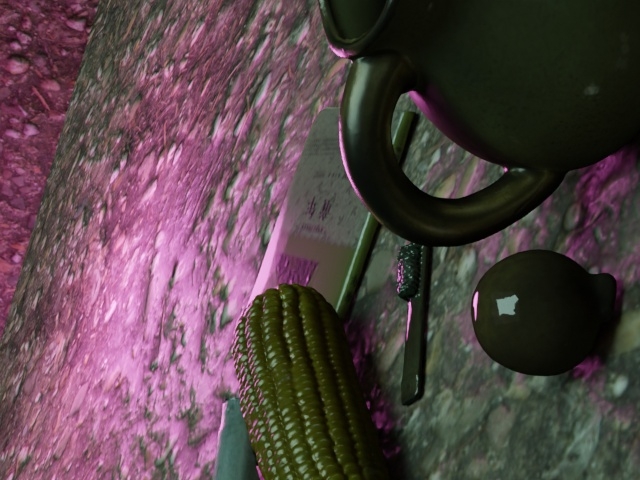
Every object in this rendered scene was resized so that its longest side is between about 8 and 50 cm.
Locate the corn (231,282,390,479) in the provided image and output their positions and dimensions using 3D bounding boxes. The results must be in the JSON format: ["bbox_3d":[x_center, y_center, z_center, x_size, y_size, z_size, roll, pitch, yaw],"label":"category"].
[{"bbox_3d":[-0.010,0.179,1.265,0.131,0.131,0.344,-58,29,24],"label":"corn"}]

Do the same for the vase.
[{"bbox_3d":[0.124,-0.155,1.033,0.241,0.302,0.329,8,79,66],"label":"vase"}]

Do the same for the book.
[{"bbox_3d":[0.000,0.000,1.524,0.239,0.035,0.352,12,81,64],"label":"book"}]

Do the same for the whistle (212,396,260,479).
[{"bbox_3d":[-0.100,0.327,1.431,0.062,0.062,0.312,-43,33,46],"label":"whistle"}]

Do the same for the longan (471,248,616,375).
[{"bbox_3d":[0.180,0.056,1.002,0.119,0.106,0.106,-15,43,10],"label":"longan"}]

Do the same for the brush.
[{"bbox_3d":[0.090,0.073,1.266,0.034,0.027,0.190,-41,36,52],"label":"brush"}]
